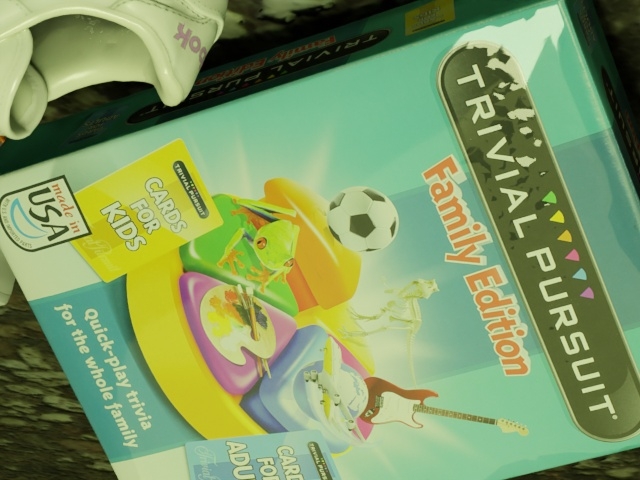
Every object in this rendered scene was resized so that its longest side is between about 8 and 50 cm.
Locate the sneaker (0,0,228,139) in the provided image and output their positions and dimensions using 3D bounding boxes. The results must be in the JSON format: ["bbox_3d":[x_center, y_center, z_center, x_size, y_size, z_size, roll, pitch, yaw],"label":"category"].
[{"bbox_3d":[-0.190,-0.129,0.908,0.305,0.152,0.114,4,157,6],"label":"sneaker"}]

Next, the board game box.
[{"bbox_3d":[0.018,0.019,1.049,0.336,0.079,0.254,-16,112,20],"label":"board game box"}]

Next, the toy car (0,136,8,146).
[{"bbox_3d":[-0.171,-0.055,1.190,0.122,0.040,0.060,8,155,-6],"label":"toy car"}]

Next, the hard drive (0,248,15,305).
[{"bbox_3d":[-0.406,-0.004,1.254,0.353,0.047,0.233,-13,137,25],"label":"hard drive"}]
